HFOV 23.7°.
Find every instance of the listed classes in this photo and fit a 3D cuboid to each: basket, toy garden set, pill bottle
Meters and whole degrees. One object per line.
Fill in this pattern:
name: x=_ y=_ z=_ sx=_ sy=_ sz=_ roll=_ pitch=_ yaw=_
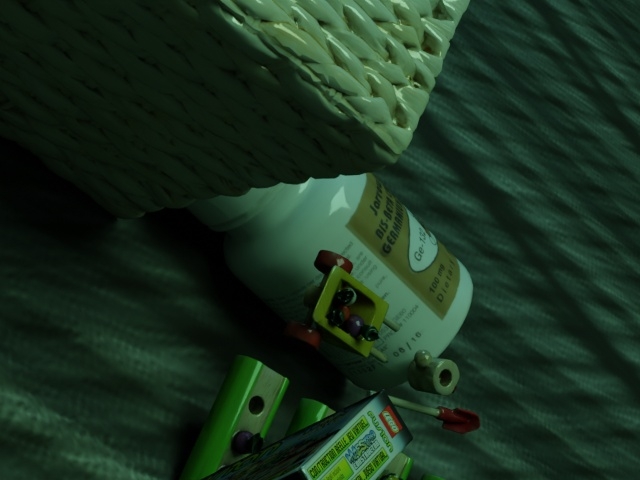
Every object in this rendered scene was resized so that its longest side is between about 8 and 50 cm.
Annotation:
basket: x=-0.104 y=-0.211 z=0.981 sx=0.331 sy=0.328 sz=0.266 roll=37 pitch=60 yaw=-33
toy garden set: x=0.037 y=0.144 z=1.095 sx=0.244 sy=0.049 sz=0.204 roll=35 pitch=71 yaw=-33
pill bottle: x=0.000 y=0.000 z=1.175 sx=0.229 sy=0.131 sz=0.131 roll=43 pitch=35 yaw=-24

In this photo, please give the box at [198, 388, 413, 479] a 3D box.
box: x=-0.054 y=0.162 z=0.897 sx=0.036 sy=0.207 sz=0.114 roll=59 pitch=31 yaw=-2
